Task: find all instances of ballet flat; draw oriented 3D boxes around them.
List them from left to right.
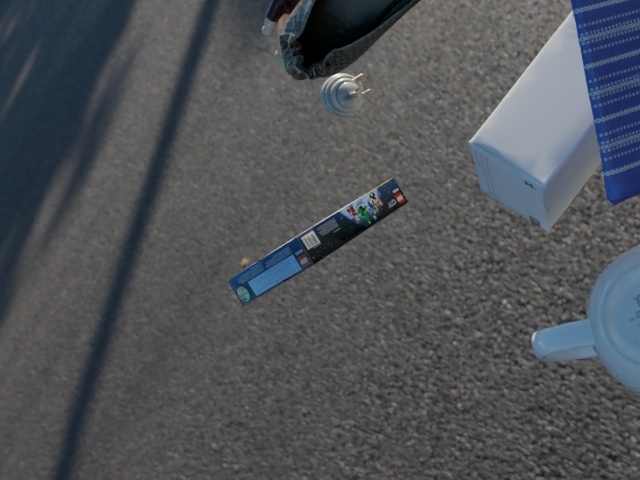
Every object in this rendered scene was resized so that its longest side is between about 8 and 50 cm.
[{"bbox_3d":[0.036,-0.187,0.638,0.250,0.084,0.058,-37,16,52],"label":"ballet flat"}]

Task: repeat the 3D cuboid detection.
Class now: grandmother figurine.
[{"bbox_3d":[-0.057,-0.553,2.072,0.208,0.104,0.342,-61,-13,-22],"label":"grandmother figurine"}]

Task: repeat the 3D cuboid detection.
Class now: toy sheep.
[{"bbox_3d":[0.044,-0.276,1.701,0.091,0.091,0.132,-64,16,-5],"label":"toy sheep"}]

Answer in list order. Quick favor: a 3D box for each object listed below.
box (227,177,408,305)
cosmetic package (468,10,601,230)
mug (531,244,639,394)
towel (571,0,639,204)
[{"bbox_3d":[0.000,0.000,1.244,0.159,0.044,0.233,-32,0,44],"label":"box"},{"bbox_3d":[0.427,-0.229,1.490,0.156,0.217,0.385,38,83,24],"label":"cosmetic package"},{"bbox_3d":[0.540,0.144,1.502,0.374,0.328,0.276,-17,75,27],"label":"mug"},{"bbox_3d":[0.451,-0.238,1.232,0.040,0.243,0.336,7,114,63],"label":"towel"}]
